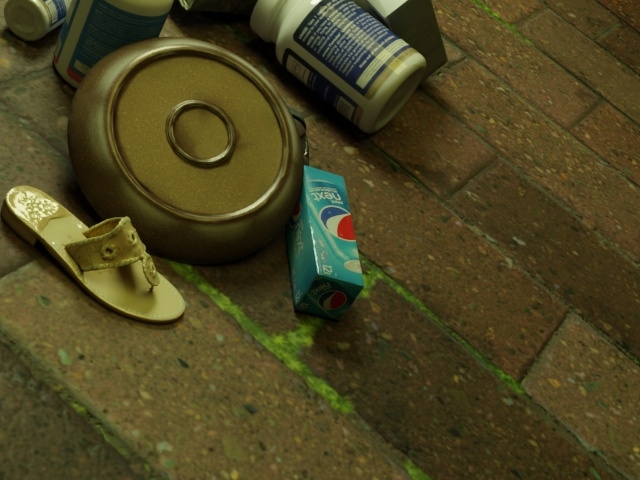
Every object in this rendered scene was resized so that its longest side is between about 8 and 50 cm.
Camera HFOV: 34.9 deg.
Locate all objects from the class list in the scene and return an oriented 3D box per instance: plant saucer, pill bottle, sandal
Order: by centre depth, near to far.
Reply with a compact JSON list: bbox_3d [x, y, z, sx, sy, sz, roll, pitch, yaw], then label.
[{"bbox_3d":[-0.246,0.000,1.134,0.240,0.079,0.088,34,36,2],"label":"sandal"},{"bbox_3d":[-0.155,-0.125,1.265,0.311,0.050,0.310,9,67,-22],"label":"plant saucer"},{"bbox_3d":[-0.266,-0.308,1.352,0.124,0.221,0.124,20,39,-17],"label":"pill bottle"},{"bbox_3d":[-0.383,-0.330,1.421,0.067,0.067,0.120,32,36,-1],"label":"pill bottle"},{"bbox_3d":[0.025,-0.306,1.620,0.265,0.153,0.153,41,37,9],"label":"pill bottle"}]

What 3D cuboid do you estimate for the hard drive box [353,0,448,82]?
[{"bbox_3d":[0.115,-0.394,1.730,0.181,0.089,0.232,51,-2,27],"label":"hard drive box"}]

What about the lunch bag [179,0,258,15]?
[{"bbox_3d":[-0.166,-0.522,1.663,0.235,0.169,0.287,-11,66,-54],"label":"lunch bag"}]

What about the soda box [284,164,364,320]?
[{"bbox_3d":[0.000,0.000,1.321,0.067,0.071,0.210,15,40,-22],"label":"soda box"}]

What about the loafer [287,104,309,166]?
[{"bbox_3d":[-0.141,-0.150,1.367,0.303,0.109,0.095,7,48,-34],"label":"loafer"}]
